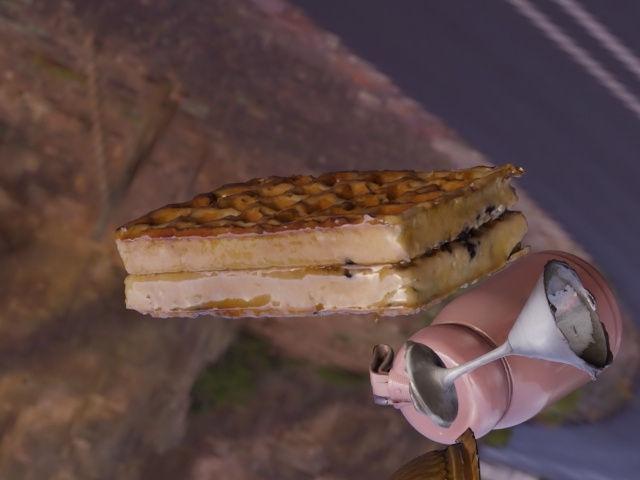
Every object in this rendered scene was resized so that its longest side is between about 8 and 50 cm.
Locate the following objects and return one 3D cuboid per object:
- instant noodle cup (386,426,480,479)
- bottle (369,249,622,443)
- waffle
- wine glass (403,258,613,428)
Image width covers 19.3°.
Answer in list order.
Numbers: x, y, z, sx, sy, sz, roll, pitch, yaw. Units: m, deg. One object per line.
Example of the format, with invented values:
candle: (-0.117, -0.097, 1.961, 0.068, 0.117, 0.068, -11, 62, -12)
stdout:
instant noodle cup: (0.071, 0.284, 1.549, 0.091, 0.274, 0.274, 6, 177, -2)
bottle: (0.203, 0.134, 2.250, 0.206, 0.173, 0.297, 10, -154, 38)
waffle: (0.000, 0.001, 1.603, 0.308, 0.091, 0.213, -1, -167, 36)
wine glass: (0.174, 0.105, 1.819, 0.183, 0.122, 0.122, -26, 150, 26)
